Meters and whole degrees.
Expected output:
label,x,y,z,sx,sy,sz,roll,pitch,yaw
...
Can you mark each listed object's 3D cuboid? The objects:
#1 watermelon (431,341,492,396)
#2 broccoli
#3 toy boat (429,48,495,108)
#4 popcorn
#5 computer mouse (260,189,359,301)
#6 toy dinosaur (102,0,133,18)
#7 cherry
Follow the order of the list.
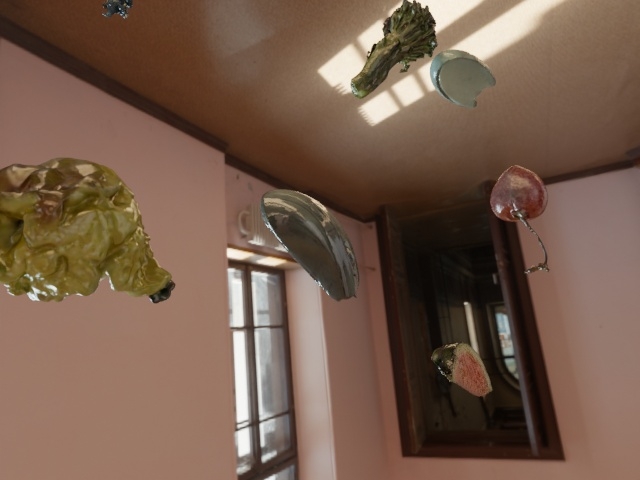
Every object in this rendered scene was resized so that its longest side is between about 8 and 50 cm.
label,x,y,z,sx,sy,sz,roll,pitch,yaw
watermelon,0.318,0.289,0.968,0.063,0.119,0.245,-31,143,24
broccoli,0.187,-0.495,1.157,0.165,0.304,0.146,47,167,-24
toy boat,0.398,-0.468,1.233,0.208,0.078,0.134,18,134,-26
popcorn,-0.435,-0.010,0.750,0.293,0.292,0.236,-2,135,-14
computer mouse,0.000,0.000,1.128,0.122,0.370,0.188,-35,-170,27
toy dinosaur,-0.414,-0.486,0.880,0.047,0.083,0.030,15,165,-8
cherry,0.399,-0.045,0.866,0.107,0.225,0.090,-4,164,28
